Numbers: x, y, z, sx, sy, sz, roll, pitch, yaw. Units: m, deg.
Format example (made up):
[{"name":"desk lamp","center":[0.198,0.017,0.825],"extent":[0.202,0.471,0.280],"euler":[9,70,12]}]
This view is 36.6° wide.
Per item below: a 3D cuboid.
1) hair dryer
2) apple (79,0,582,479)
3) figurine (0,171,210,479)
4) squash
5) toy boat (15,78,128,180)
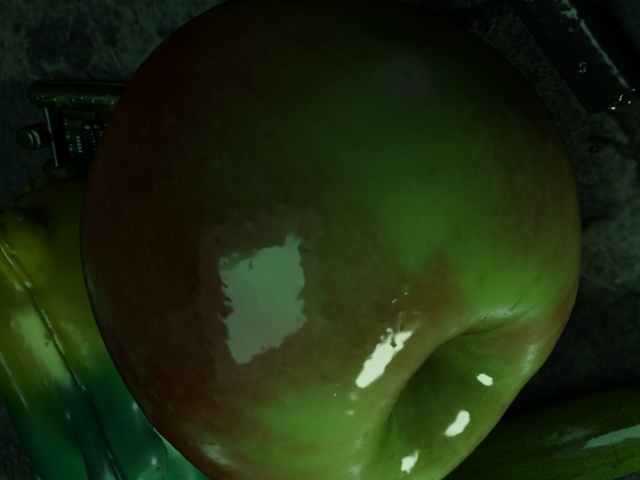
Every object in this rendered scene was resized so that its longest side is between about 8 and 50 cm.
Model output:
[{"name":"hair dryer","center":[0.129,-0.192,0.601],"extent":[0.197,0.089,0.251],"euler":[-27,103,37]},{"name":"apple","center":[0.000,0.000,0.621],"extent":[0.277,0.319,0.319],"euler":[43,131,34]},{"name":"figurine","center":[-0.171,0.104,0.822],"extent":[0.231,0.323,0.340],"euler":[-28,102,1]},{"name":"squash","center":[0.183,0.149,0.714],"extent":[0.252,0.066,0.066],"euler":[-28,94,39]},{"name":"toy boat","center":[-0.188,-0.091,0.869],"extent":[0.210,0.052,0.104],"euler":[10,114,32]}]
